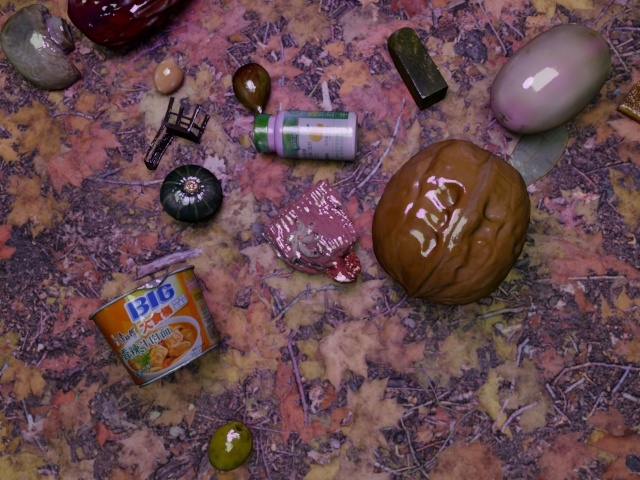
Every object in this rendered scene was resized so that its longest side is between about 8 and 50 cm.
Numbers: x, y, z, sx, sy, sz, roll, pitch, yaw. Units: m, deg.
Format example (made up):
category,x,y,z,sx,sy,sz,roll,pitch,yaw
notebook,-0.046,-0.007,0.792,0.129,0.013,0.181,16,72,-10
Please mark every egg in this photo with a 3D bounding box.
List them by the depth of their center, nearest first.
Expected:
category,x,y,z,sx,sy,sz,roll,pitch,yaw
egg,-0.440,-0.470,1.520,0.080,0.080,0.096,39,87,10

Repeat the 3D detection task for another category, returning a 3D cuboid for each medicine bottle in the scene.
category,x,y,z,sx,sy,sz,roll,pitch,yaw
medicine bottle,-0.039,-0.285,1.428,0.274,0.133,0.133,3,82,7

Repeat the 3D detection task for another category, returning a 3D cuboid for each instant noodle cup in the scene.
category,x,y,z,sx,sy,sz,roll,pitch,yaw
instant noodle cup,-0.398,0.218,1.329,0.297,0.296,0.213,-28,90,1

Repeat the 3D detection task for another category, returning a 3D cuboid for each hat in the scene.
category,x,y,z,sx,sy,sz,roll,pitch,yaw
hat,0.000,0.000,1.395,0.237,0.107,0.286,-41,75,9

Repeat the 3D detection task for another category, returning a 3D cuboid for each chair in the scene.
category,x,y,z,sx,sy,sz,roll,pitch,yaw
chair,-0.405,-0.284,1.490,0.102,0.084,0.212,19,84,12

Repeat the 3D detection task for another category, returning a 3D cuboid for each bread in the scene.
category,x,y,z,sx,sy,sz,roll,pitch,yaw
bread,0.852,-0.361,1.399,0.094,0.035,0.090,35,87,9

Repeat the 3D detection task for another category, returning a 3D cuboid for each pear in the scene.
category,x,y,z,sx,sy,sz,roll,pitch,yaw
pear,-0.229,0.525,1.346,0.107,0.107,0.131,26,97,9

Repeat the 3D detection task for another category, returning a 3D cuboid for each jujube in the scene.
category,x,y,z,sx,sy,sz,roll,pitch,yaw
jujube,-0.526,-0.711,1.489,0.377,0.258,0.258,-44,80,11

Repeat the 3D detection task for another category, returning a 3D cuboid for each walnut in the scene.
category,x,y,z,sx,sy,sz,roll,pitch,yaw
walnut,0.308,-0.039,1.267,0.354,0.308,0.397,23,83,13

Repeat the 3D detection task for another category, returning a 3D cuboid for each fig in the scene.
category,x,y,z,sx,sy,sz,roll,pitch,yaw
fig,-0.185,-0.418,1.477,0.109,0.103,0.154,-32,70,23

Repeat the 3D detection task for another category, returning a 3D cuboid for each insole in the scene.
category,x,y,z,sx,sy,sz,roll,pitch,yaw
insole,0.534,-0.192,1.419,0.348,0.009,0.119,-43,81,-2

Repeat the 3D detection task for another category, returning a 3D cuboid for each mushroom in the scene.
category,x,y,z,sx,sy,sz,roll,pitch,yaw
mushroom,-0.835,-0.576,1.533,0.190,0.164,0.266,-18,81,2

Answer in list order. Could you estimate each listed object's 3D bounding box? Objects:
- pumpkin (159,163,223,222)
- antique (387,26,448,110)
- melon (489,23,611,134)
category,x,y,z,sx,sy,sz,roll,pitch,yaw
pumpkin,-0.353,-0.127,1.439,0.167,0.125,0.167,2,83,-18
antique,0.258,-0.478,1.453,0.080,0.081,0.220,-28,79,-1
melon,0.582,-0.406,1.338,0.317,0.223,0.223,-39,80,-4
